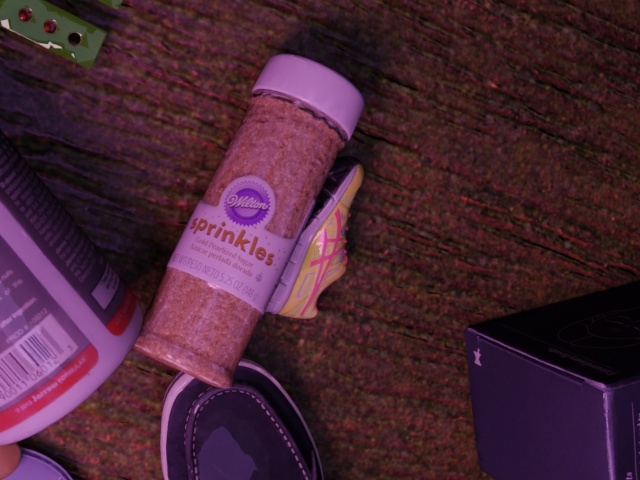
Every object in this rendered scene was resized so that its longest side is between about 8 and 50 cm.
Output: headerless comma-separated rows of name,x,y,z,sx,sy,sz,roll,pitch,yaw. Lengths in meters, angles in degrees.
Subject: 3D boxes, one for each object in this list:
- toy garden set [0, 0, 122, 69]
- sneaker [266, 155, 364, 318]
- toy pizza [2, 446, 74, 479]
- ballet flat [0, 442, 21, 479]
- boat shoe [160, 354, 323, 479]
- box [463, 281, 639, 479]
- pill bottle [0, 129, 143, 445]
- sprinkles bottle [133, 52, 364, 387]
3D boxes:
toy garden set,-0.277,-0.330,1.003,0.204,0.049,0.244,25,94,-20
sneaker,0.000,0.000,1.162,0.094,0.081,0.208,27,94,-31
toy pizza,-0.360,0.317,1.086,0.201,0.032,0.201,-4,101,-21
ballet flat,-0.411,0.182,0.999,0.232,0.073,0.080,32,76,-14
boat shoe,-0.056,0.367,1.154,0.187,0.156,0.500,-16,103,-17
box,0.432,0.193,1.247,0.395,0.293,0.212,-12,103,-20
pill bottle,-0.353,0.000,0.939,0.210,0.210,0.363,-39,110,-12
sprinkles bottle,-0.076,-0.022,1.070,0.121,0.121,0.355,30,78,-24
